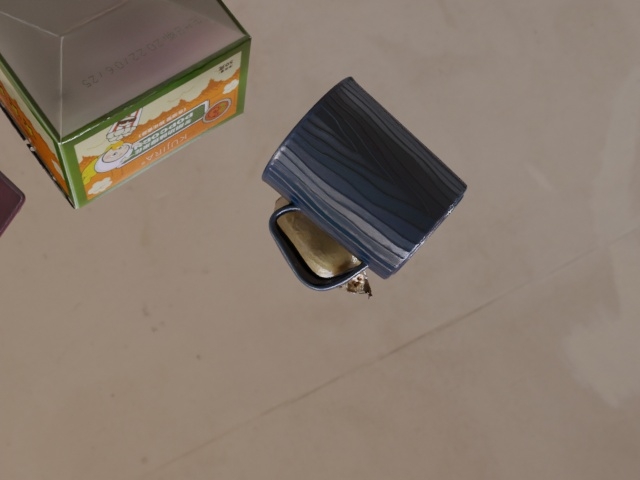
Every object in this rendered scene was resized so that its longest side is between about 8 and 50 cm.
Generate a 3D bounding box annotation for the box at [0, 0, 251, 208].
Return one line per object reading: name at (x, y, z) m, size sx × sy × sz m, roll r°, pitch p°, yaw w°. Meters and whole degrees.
box at (-0.194, -0.166, 0.846) m, size 0.194 × 0.177 × 0.148 m, roll -34°, pitch 168°, yaw -19°

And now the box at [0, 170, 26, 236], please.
box at (-0.549, -0.033, 1.240) m, size 0.294 × 0.167 × 0.193 m, roll -15°, pitch -138°, yaw 41°

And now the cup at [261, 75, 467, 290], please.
cup at (0.030, -0.038, 0.785) m, size 0.150 × 0.138 × 0.113 m, roll -50°, pitch 176°, yaw 28°

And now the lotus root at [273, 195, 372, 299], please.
lotus root at (0.000, 0.000, 0.875) m, size 0.073 × 0.150 × 0.062 m, roll 9°, pitch 122°, yaw -44°
